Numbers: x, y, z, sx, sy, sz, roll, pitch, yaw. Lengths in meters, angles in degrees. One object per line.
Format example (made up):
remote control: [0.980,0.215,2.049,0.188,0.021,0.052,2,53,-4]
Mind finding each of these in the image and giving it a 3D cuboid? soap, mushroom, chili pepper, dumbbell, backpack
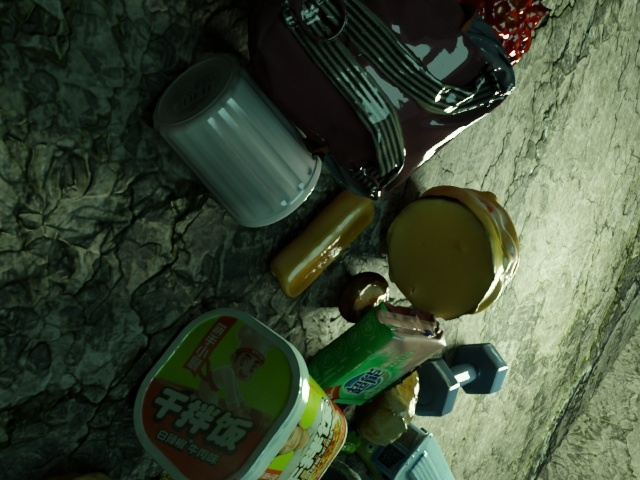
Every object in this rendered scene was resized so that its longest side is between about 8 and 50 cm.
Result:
soap: [0.105,0.230,1.233,0.218,0.098,0.273,19,131,-35]
mushroom: [0.094,0.120,1.261,0.127,0.087,0.127,-27,132,-34]
chili pepper: [0.013,0.418,1.330,0.083,0.099,0.253,-45,137,-5]
dumbbell: [0.361,0.365,1.619,0.316,0.156,0.143,-4,143,-44]
backpack: [0.064,-0.225,0.769,0.283,0.197,0.317,-40,129,15]

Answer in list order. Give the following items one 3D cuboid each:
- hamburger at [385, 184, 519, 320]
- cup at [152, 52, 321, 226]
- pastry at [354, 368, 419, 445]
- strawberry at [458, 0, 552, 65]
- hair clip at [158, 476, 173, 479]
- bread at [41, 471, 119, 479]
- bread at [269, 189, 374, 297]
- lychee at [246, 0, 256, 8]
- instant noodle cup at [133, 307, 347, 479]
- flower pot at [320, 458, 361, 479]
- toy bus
hamburger: [0.294,0.015,1.291,0.237,0.277,0.276,-21,125,-52]
cup: [-0.119,-0.161,0.874,0.167,0.221,0.202,-23,136,18]
pastry: [0.149,0.363,1.378,0.093,0.182,0.192,29,56,-10]
strawberry: [0.173,-0.341,1.004,0.343,0.292,0.292,-41,140,12]
hair clip: [-0.317,0.485,1.074,0.173,0.046,0.072,-36,136,-29]
bread: [-0.393,0.465,0.930,0.236,0.120,0.198,-46,135,-17]
bread: [0.000,0.000,1.113,0.239,0.074,0.092,-44,152,-17]
lychee: [-0.052,-0.377,0.805,0.171,0.171,0.171,-23,125,-36]
instant noodle cup: [-0.110,0.306,1.046,0.294,0.294,0.308,-52,145,-11]
flower pot: [-0.014,0.661,1.297,0.299,0.299,0.282,-31,126,-30]
toy bus: [0.207,0.561,1.533,0.152,0.190,0.312,-45,136,-18]
